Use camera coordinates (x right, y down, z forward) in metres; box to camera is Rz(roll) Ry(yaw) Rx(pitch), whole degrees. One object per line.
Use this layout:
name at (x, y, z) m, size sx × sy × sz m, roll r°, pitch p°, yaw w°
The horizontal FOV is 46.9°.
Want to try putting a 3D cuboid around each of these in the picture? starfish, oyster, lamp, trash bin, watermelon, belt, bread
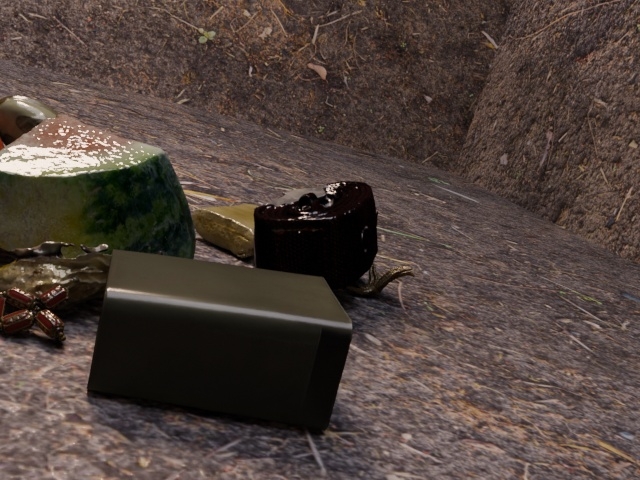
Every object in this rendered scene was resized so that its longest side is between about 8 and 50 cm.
starfish at (0.079, 0.074, 1.249) m, size 0.133 × 0.041 × 0.130 m, roll -1°, pitch 16°, yaw 41°
oyster at (-0.274, 0.047, 0.864) m, size 0.133 × 0.072 × 0.209 m, roll -10°, pitch -13°, yaw 24°
lamp at (-0.305, 0.076, 0.764) m, size 0.083 × 0.031 × 0.063 m, roll 2°, pitch 54°, yaw -15°
trash bin at (-0.109, 0.095, 0.774) m, size 0.241 × 0.122 × 0.164 m, roll 11°, pitch 14°, yaw -14°
watermelon at (-0.326, -0.041, 1.019) m, size 0.310 × 0.193 × 0.231 m, roll -2°, pitch 37°, yaw -27°
belt at (0.000, 0.000, 1.198) m, size 0.184 × 0.164 × 0.289 m, roll -1°, pitch 16°, yaw 19°
bread at (-0.127, -0.020, 1.312) m, size 0.139 × 0.060 × 0.178 m, roll 24°, pitch 15°, yaw 23°

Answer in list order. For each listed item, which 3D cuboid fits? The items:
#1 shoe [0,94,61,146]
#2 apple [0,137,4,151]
shoe at (-0.400, -0.116, 1.162) m, size 0.275 × 0.103 × 0.098 m, roll 38°, pitch 19°, yaw -18°
apple at (-0.592, -0.149, 1.049) m, size 0.293 × 0.163 × 0.251 m, roll 17°, pitch 12°, yaw 5°
